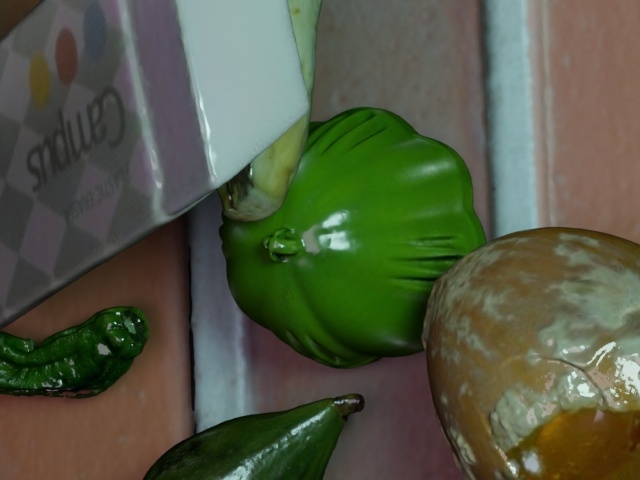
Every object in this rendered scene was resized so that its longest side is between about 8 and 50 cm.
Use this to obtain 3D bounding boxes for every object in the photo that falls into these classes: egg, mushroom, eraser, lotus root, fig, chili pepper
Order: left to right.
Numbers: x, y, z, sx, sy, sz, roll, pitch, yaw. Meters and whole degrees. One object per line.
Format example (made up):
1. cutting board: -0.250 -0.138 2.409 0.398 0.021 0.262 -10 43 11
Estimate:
1. chili pepper: -0.207 0.077 1.435 0.182 0.050 0.073 5 99 23
2. eraser: -0.143 -0.083 1.262 0.397 0.082 0.213 -28 71 57
3. mushroom: -0.042 -0.175 1.272 0.087 0.107 0.333 -39 36 55
4. fig: -0.044 0.159 1.349 0.117 0.117 0.177 43 88 15
5. lotus root: 0.000 0.000 1.291 0.186 0.186 0.186 0 91 21
6. egg: 0.165 0.090 1.218 0.233 0.195 0.195 44 105 13
